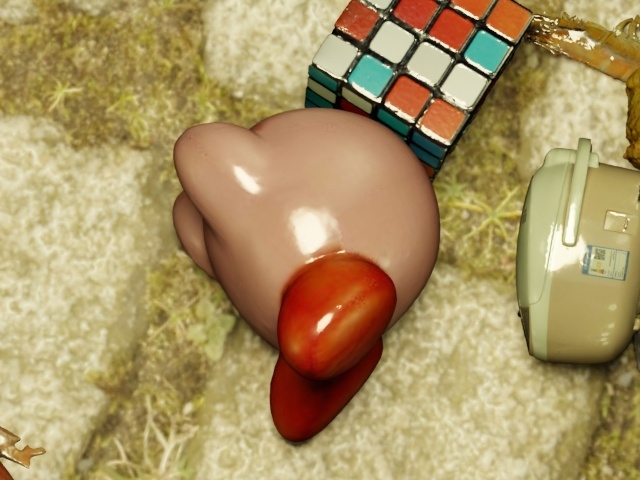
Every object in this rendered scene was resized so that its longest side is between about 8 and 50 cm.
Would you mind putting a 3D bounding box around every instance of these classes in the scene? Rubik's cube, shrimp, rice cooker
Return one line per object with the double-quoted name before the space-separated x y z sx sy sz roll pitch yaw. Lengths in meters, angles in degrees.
"Rubik's cube" 0.087 -0.163 1.561 0.151 0.154 0.155 31 79 4
"shrimp" 0.279 -0.221 1.644 0.178 0.034 0.124 19 76 0
"rice cooker" 0.240 0.013 1.536 0.127 0.145 0.206 13 86 8

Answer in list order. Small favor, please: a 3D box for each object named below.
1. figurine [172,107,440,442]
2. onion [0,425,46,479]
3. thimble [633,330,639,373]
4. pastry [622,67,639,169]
"figurine" 0.008 0.004 1.492 0.211 0.269 0.261 -25 70 -14
"onion" -0.374 0.285 1.366 0.354 0.353 0.353 1 79 -3
"thimble" 0.368 0.100 1.541 0.151 0.118 0.127 39 79 6
"pastry" 0.373 -0.109 1.550 0.189 0.189 0.103 4 87 -2
